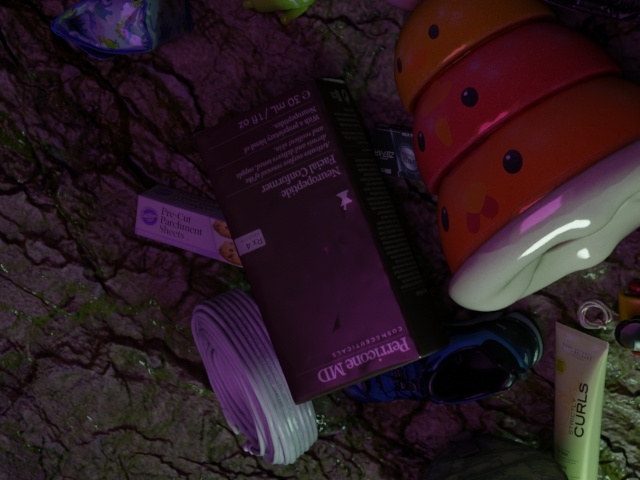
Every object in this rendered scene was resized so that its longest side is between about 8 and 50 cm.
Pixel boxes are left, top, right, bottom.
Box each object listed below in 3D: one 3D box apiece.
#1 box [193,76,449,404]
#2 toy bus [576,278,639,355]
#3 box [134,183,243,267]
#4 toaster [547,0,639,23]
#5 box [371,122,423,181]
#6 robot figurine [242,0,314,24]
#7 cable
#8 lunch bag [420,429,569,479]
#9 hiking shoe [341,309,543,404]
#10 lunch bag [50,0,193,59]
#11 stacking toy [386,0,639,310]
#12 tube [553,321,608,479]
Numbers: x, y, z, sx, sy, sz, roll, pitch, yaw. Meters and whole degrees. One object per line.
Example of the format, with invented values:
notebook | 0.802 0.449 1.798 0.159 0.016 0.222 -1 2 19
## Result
box | 0.000 0.000 1.794 0.191 0.143 0.381 -24 86 20
toy bus | 0.440 0.113 1.729 0.191 0.104 0.202 43 120 3
box | -0.105 -0.001 1.944 0.324 0.063 0.067 18 114 16
toaster | 0.341 -0.331 1.571 0.168 0.110 0.186 19 108 26
box | 0.109 -0.117 1.831 0.083 0.018 0.067 12 114 19
robot figurine | -0.051 -0.332 1.788 0.115 0.067 0.101 -3 136 24
cable | -0.089 0.191 1.918 0.089 0.257 0.257 -27 107 -16
lunch bag | 0.253 0.429 1.856 0.212 0.256 0.305 -20 102 2
hiking shoe | 0.144 0.166 1.862 0.304 0.132 0.113 -17 102 28
lunch bag | -0.268 -0.300 1.860 0.151 0.129 0.096 4 111 21
stacking toy | 0.197 -0.188 1.648 0.350 0.350 0.480 -41 73 30
tube | 0.342 0.231 1.844 0.070 0.062 0.240 3 110 10
